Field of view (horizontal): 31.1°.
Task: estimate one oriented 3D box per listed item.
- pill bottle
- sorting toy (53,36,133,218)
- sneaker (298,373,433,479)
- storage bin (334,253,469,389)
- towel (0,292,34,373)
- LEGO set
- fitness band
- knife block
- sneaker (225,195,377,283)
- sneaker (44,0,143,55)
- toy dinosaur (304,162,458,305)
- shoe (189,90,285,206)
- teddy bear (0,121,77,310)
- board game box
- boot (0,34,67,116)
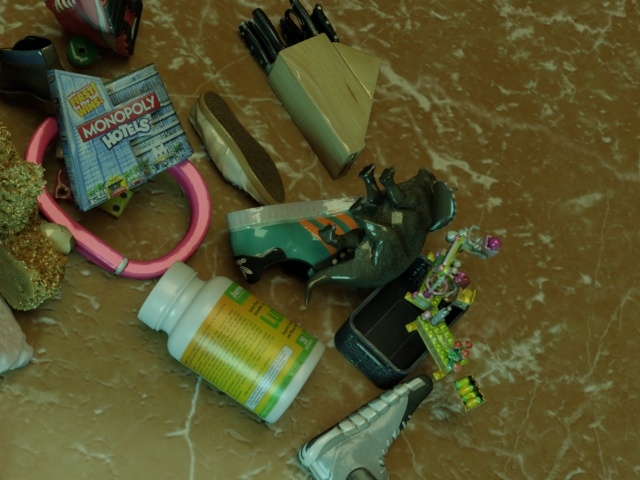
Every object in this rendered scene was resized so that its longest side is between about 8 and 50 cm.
[{"bbox_3d":[-0.129,0.136,1.625,0.246,0.136,0.136,34,60,0],"label":"pill bottle"},{"bbox_3d":[-0.331,-0.167,1.750,0.132,0.046,0.274,6,77,-14],"label":"sorting toy"},{"bbox_3d":[0.090,0.298,1.657,0.229,0.086,0.132,-30,82,-17],"label":"sneaker"},{"bbox_3d":[0.123,0.123,1.744,0.122,0.084,0.180,44,61,6],"label":"storage bin"},{"bbox_3d":[-0.562,0.056,1.479,0.332,0.053,0.317,-11,66,-57],"label":"towel"},{"bbox_3d":[0.200,0.098,1.669,0.132,0.107,0.286,13,62,-12],"label":"LEGO set"},{"bbox_3d":[-0.298,-0.073,1.689,0.291,0.054,0.209,38,72,-7],"label":"fitness band"},{"bbox_3d":[-0.033,-0.262,1.880,0.242,0.088,0.275,17,61,-9],"label":"knife block"},{"bbox_3d":[0.000,0.000,1.763,0.302,0.108,0.121,-7,87,-27],"label":"sneaker"},{"bbox_3d":[-0.351,-0.353,1.713,0.136,0.314,0.115,10,81,-1],"label":"sneaker"},{"bbox_3d":[0.100,-0.011,1.695,0.160,0.121,0.313,44,66,-22],"label":"toy dinosaur"},{"bbox_3d":[-0.132,-0.134,1.809,0.219,0.058,0.077,55,31,8],"label":"shoe"},{"bbox_3d":[-0.438,-0.074,1.573,0.113,0.245,0.338,-28,73,-38],"label":"teddy bear"},{"bbox_3d":[-0.296,-0.171,1.625,0.194,0.060,0.194,-29,107,-21],"label":"board game box"},{"bbox_3d":[-0.436,-0.266,1.692,0.219,0.106,0.082,25,50,35],"label":"boot"}]
